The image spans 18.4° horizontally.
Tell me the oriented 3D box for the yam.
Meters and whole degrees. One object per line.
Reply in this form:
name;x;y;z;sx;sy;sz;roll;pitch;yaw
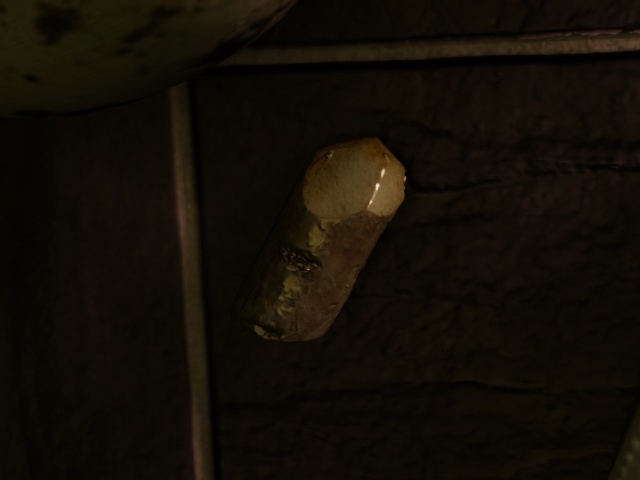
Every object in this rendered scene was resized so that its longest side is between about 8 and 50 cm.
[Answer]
yam;0.000;0.000;1.284;0.070;0.070;0.146;31;107;6

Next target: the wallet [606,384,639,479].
wallet;0.366;0.150;1.221;0.360;0.083;0.252;24;99;10

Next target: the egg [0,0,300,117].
egg;-0.133;-0.223;1.163;0.287;0.287;0.379;47;119;2
